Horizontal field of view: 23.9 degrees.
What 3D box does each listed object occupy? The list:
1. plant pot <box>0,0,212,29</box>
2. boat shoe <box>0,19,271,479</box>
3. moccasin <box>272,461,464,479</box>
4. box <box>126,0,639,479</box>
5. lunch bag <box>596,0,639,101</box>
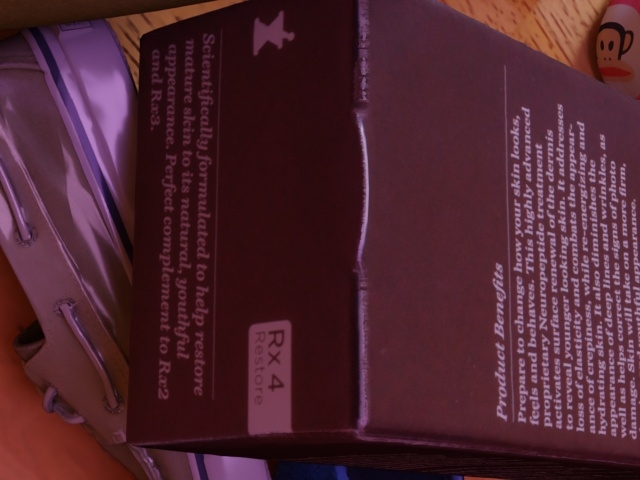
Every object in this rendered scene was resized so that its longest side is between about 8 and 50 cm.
[{"bbox_3d":[-0.123,-0.197,0.599,0.294,0.275,0.274,-23,109,-13],"label":"plant pot"},{"bbox_3d":[-0.101,0.042,0.729,0.094,0.109,0.302,-21,102,-10],"label":"boat shoe"},{"bbox_3d":[0.079,0.254,0.845,0.117,0.138,0.342,-23,109,-36],"label":"moccasin"},{"bbox_3d":[0.087,0.021,0.749,0.381,0.143,0.191,17,70,-50],"label":"box"},{"bbox_3d":[0.310,-0.089,0.983,0.293,0.120,0.258,47,73,-28],"label":"lunch bag"}]
